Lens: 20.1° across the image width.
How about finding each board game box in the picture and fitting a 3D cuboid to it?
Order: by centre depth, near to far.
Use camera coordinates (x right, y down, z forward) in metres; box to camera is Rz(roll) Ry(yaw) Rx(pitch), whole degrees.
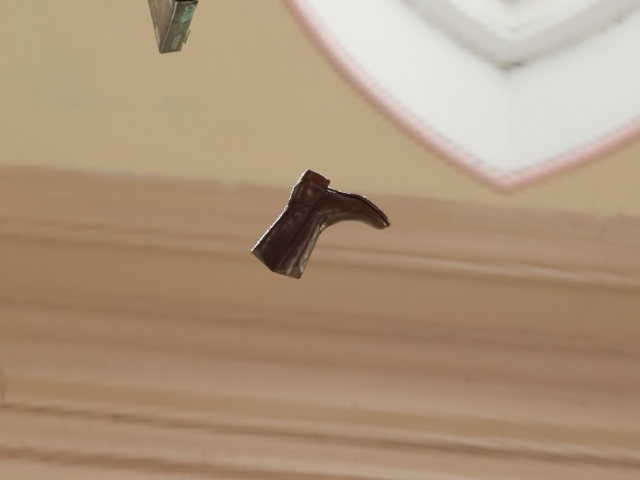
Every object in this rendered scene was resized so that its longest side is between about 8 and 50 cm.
[{"bbox_3d":[-0.156,-0.290,1.746,0.026,0.126,0.186,-10,-103,-15],"label":"board game box"}]

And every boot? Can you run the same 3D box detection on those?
[{"bbox_3d":[0.000,0.000,1.779,0.106,0.037,0.114,28,-112,6],"label":"boot"}]
